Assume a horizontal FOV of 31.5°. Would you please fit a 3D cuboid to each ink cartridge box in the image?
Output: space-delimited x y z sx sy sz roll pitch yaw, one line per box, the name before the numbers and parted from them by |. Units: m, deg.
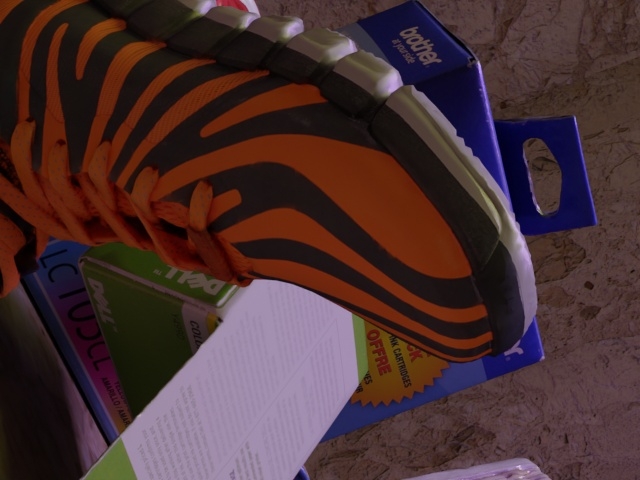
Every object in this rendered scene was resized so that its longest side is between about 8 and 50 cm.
ink cartridge box | 0.000 0.000 0.853 0.151 0.395 0.270 -117 -174 -58
ink cartridge box | -0.079 0.087 0.628 0.097 0.255 0.189 20 -39 25

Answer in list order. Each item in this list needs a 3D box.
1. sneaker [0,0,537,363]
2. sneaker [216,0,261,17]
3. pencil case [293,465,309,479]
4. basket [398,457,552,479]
sneaker | -0.082 -0.011 0.449 0.321 0.180 0.125 33 -27 35
sneaker | -0.089 -0.128 0.650 0.128 0.087 0.221 -101 164 -45
pencil case | -0.091 0.191 1.159 0.306 0.119 0.133 -120 -147 -68
basket | 0.166 0.460 1.291 0.266 0.331 0.328 -159 -118 -70
